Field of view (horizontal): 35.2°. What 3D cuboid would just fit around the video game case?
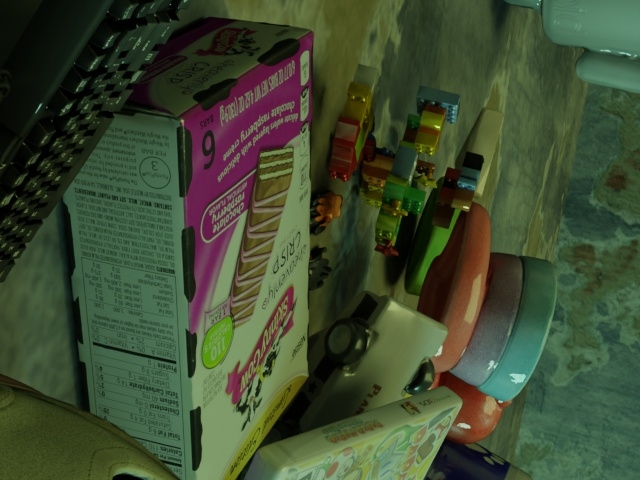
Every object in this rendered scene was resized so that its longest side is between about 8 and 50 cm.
[{"bbox_3d":[-0.006,0.215,0.707,0.206,0.026,0.227,-7,126,-51],"label":"video game case"}]

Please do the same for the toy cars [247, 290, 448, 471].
[{"bbox_3d":[0.011,0.211,0.848,0.176,0.087,0.394,-17,122,-28],"label":"toy cars"}]

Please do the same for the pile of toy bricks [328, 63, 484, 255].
[{"bbox_3d":[0.063,-0.041,0.808,0.212,0.118,0.105,73,34,-72],"label":"pile of toy bricks"}]

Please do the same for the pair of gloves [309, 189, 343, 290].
[{"bbox_3d":[0.000,0.000,0.821,0.074,0.010,0.083,-5,106,-71],"label":"pair of gloves"}]

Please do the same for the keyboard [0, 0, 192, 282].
[{"bbox_3d":[-0.101,-0.037,0.352,0.180,0.023,0.108,-51,172,22],"label":"keyboard"}]

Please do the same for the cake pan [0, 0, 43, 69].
[{"bbox_3d":[-0.109,-0.199,0.324,0.293,0.054,0.293,11,90,-71],"label":"cake pan"}]

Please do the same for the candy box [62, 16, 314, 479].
[{"bbox_3d":[-0.063,0.013,0.551,0.159,0.071,0.233,-49,146,-56],"label":"candy box"}]

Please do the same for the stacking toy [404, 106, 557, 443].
[{"bbox_3d":[0.162,0.052,0.992,0.309,0.130,0.280,113,-6,-64],"label":"stacking toy"}]

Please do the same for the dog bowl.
[{"bbox_3d":[0.117,0.342,1.089,0.265,0.104,0.265,-55,167,-19],"label":"dog bowl"}]

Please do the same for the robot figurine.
[{"bbox_3d":[0.415,-0.339,1.294,0.200,0.353,0.300,-32,129,-65],"label":"robot figurine"}]

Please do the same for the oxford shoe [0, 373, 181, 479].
[{"bbox_3d":[-0.136,0.087,0.264,0.397,0.146,0.140,18,85,-71],"label":"oxford shoe"}]
